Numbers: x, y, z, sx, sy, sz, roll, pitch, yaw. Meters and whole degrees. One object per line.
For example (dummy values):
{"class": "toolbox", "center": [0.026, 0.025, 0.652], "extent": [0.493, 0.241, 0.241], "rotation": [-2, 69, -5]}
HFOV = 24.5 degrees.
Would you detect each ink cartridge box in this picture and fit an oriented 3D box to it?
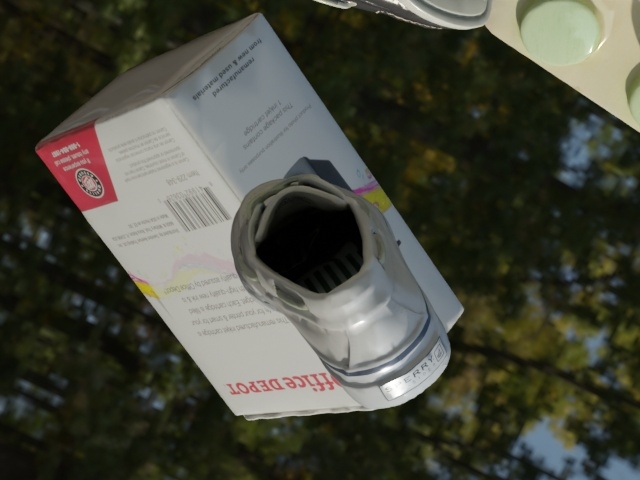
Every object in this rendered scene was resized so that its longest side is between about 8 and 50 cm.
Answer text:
{"class": "ink cartridge box", "center": [-0.061, -0.010, 1.220], "extent": [0.226, 0.306, 0.131], "rotation": [-12, -150, 52]}

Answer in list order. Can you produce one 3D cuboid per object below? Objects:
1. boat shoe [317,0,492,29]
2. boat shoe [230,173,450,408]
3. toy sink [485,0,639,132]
{"class": "boat shoe", "center": [0.009, -0.102, 0.517], "extent": [0.038, 0.125, 0.046], "rotation": [-19, -115, 45]}
{"class": "boat shoe", "center": [0.000, 0.000, 0.748], "extent": [0.083, 0.076, 0.226], "rotation": [-35, -152, -8]}
{"class": "toy sink", "center": [0.165, -0.131, 0.603], "extent": [0.153, 0.131, 0.234], "rotation": [-49, -166, 41]}
